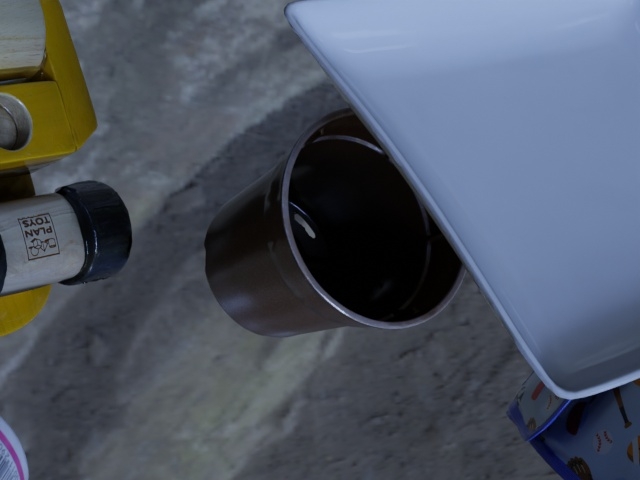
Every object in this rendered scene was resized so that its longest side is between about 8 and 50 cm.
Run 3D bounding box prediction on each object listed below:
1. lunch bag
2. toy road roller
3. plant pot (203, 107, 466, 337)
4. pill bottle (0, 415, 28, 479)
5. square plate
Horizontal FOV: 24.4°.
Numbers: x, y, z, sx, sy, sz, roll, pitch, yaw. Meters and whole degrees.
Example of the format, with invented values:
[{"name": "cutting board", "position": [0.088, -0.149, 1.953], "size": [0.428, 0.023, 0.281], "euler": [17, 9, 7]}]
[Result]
[{"name": "lunch bag", "position": [0.428, 0.187, 1.774], "size": [0.328, 0.239, 0.385], "euler": [-52, 41, 8]}, {"name": "toy road roller", "position": [-0.346, -0.068, 1.351], "size": [0.241, 0.202, 0.329], "euler": [-16, 89, 41]}, {"name": "plant pot", "position": [0.000, 0.000, 1.142], "size": [0.165, 0.167, 0.167], "euler": [-22, 77, 54]}, {"name": "pill bottle", "position": [-0.345, 0.245, 1.106], "size": [0.160, 0.283, 0.160], "euler": [7, 123, 12]}, {"name": "square plate", "position": [0.190, -0.054, 1.011], "size": [0.344, 0.347, 0.049], "euler": [57, 143, 29]}]
